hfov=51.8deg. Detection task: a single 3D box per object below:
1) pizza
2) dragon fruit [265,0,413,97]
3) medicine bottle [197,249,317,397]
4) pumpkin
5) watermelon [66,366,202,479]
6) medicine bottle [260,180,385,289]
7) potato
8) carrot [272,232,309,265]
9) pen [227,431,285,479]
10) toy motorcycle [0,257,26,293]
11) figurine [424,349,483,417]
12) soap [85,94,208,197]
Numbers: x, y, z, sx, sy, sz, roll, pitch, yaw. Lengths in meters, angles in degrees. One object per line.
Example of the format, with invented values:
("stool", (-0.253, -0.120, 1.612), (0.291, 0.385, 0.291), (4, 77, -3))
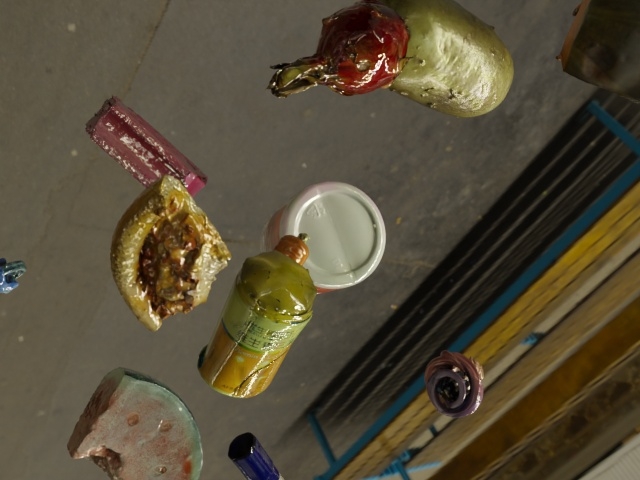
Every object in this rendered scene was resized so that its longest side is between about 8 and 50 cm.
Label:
("pizza", (-0.187, 0.028, 0.796), (0.134, 0.056, 0.271), (26, 135, -9))
("dragon fruit", (0.027, -0.251, 0.908), (0.246, 0.125, 0.125), (-26, 116, -25))
("medicine bottle", (-0.091, 0.124, 0.965), (0.124, 0.124, 0.238), (-6, 141, -34))
("pumpkin", (0.419, -0.255, 0.732), (0.303, 0.257, 0.225), (-54, 160, -57))
("watermelon", (-0.360, 0.386, 1.270), (0.226, 0.148, 0.318), (-20, 107, -25))
("medicine bottle", (0.000, 0.000, 1.592), (0.253, 0.252, 0.241), (-17, 177, -21))
("potato", (0.193, -0.318, 1.118), (0.308, 0.210, 0.173), (24, 116, -24))
("carrot", (-0.093, 0.093, 1.139), (0.256, 0.061, 0.061), (-60, 146, -9))
("pen", (-0.025, 0.301, 0.715), (0.033, 0.033, 0.269), (-30, 122, -3))
("toy motorcycle", (-0.780, 0.142, 1.363), (0.319, 0.241, 0.182), (-30, 114, 3))
("figurine", (0.262, 0.270, 1.294), (0.157, 0.114, 0.126), (-35, 132, -71))
("soap", (-0.353, -0.173, 1.307), (0.099, 0.250, 0.162), (-48, -178, 4))
